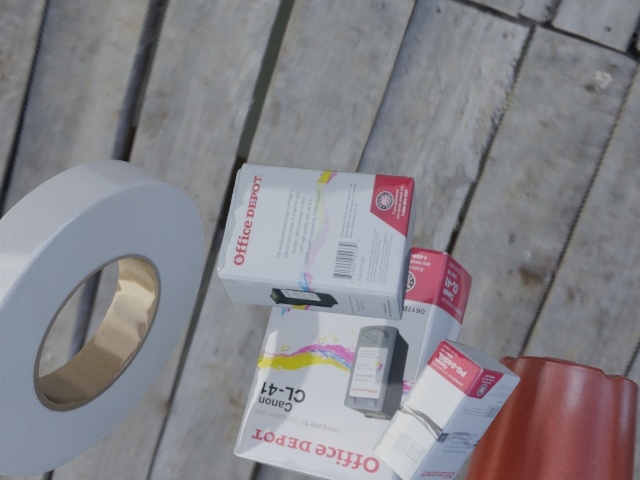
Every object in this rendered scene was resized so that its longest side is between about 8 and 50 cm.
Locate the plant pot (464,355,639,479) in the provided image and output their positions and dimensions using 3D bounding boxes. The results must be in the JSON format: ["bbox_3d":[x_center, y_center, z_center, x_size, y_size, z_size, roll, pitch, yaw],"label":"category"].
[{"bbox_3d":[0.326,0.312,1.427,0.273,0.272,0.265,13,77,0],"label":"plant pot"}]

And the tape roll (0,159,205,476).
[{"bbox_3d":[-0.284,0.094,1.194,0.072,0.392,0.391,28,110,22],"label":"tape roll"}]

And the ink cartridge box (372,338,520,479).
[{"bbox_3d":[0.138,0.192,1.115,0.063,0.109,0.150,37,99,33],"label":"ink cartridge box"}]

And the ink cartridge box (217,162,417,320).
[{"bbox_3d":[0.000,0.000,0.997,0.175,0.072,0.127,6,66,10],"label":"ink cartridge box"}]

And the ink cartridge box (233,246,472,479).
[{"bbox_3d":[0.045,0.157,1.299,0.226,0.131,0.306,9,75,24],"label":"ink cartridge box"}]
